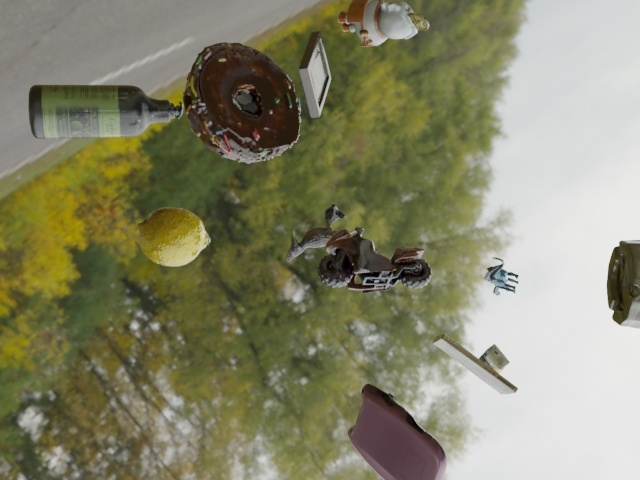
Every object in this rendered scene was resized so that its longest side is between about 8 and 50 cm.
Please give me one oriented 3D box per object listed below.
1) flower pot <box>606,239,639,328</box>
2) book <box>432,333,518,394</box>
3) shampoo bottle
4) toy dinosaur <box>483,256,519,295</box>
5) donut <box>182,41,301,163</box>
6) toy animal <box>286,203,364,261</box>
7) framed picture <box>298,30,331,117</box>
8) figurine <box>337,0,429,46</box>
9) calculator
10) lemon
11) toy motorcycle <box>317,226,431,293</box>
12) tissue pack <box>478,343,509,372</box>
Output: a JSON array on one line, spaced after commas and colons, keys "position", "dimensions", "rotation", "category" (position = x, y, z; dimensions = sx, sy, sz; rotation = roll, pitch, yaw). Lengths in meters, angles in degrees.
[{"position": [0.776, 0.105, 1.910], "dimensions": [0.258, 0.291, 0.290], "rotation": [2, -166, 0], "category": "flower pot"}, {"position": [0.340, 0.276, 1.949], "dimensions": [0.016, 0.198, 0.138], "rotation": [-52, 175, -10], "category": "book"}, {"position": [-0.406, -0.247, 1.676], "dimensions": [0.283, 0.101, 0.101], "rotation": [-2, -174, -11], "category": "shampoo bottle"}, {"position": [0.432, 0.092, 2.097], "dimensions": [0.197, 0.080, 0.045], "rotation": [68, 42, -59], "category": "toy dinosaur"}, {"position": [-0.148, -0.243, 1.593], "dimensions": [0.089, 0.235, 0.235], "rotation": [-28, -167, 50], "category": "donut"}, {"position": [0.000, -0.011, 2.098], "dimensions": [0.202, 0.105, 0.070], "rotation": [-32, -172, -16], "category": "toy animal"}, {"position": [-0.011, -0.378, 1.991], "dimensions": [0.023, 0.128, 0.169], "rotation": [-3, -140, 15], "category": "framed picture"}, {"position": [0.165, -0.582, 2.347], "dimensions": [0.143, 0.143, 0.271], "rotation": [-41, -136, -23], "category": "figurine"}, {"position": [0.171, 0.470, 1.988], "dimensions": [0.043, 0.294, 0.194], "rotation": [-9, 126, -42], "category": "calculator"}, {"position": [-0.265, -0.006, 1.586], "dimensions": [0.109, 0.133, 0.109], "rotation": [-169, -90, -79], "category": "lemon"}, {"position": [0.096, 0.033, 1.596], "dimensions": [0.084, 0.212, 0.118], "rotation": [107, -20, -49], "category": "toy motorcycle"}, {"position": [0.428, 0.298, 2.167], "dimensions": [0.042, 0.062, 0.083], "rotation": [-36, 165, -16], "category": "tissue pack"}]
